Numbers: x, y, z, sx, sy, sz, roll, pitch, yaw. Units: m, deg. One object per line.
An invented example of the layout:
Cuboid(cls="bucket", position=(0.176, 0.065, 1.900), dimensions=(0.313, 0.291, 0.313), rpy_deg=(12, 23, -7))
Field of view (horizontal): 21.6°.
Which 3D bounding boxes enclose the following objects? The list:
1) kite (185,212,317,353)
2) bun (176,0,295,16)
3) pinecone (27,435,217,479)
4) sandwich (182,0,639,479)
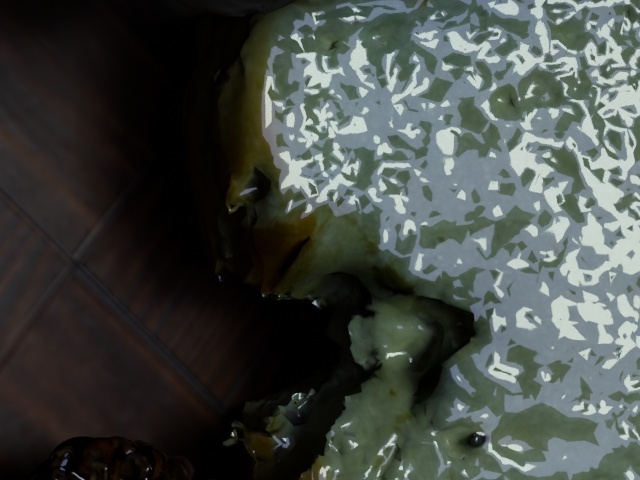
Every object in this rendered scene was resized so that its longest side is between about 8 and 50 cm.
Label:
Cuboid(cls="kite", position=(0.000, 0.000, 0.652), dimensions=(0.122, 0.004, 0.090), rpy_deg=(23, 73, -33))
Cuboid(cls="bun", position=(-0.007, -0.184, 0.506), dimensions=(0.281, 0.281, 0.205), rpy_deg=(-50, 137, -28))
Cuboid(cls="pinecone", position=(-0.064, 0.101, 0.551), dimensions=(0.077, 0.083, 0.077), rpy_deg=(-1, 71, 2))
Cuboid(cls="sandwich", position=(0.080, 0.027, 0.614), dimensions=(0.249, 0.095, 0.273), rpy_deg=(-9, 93, -18))
